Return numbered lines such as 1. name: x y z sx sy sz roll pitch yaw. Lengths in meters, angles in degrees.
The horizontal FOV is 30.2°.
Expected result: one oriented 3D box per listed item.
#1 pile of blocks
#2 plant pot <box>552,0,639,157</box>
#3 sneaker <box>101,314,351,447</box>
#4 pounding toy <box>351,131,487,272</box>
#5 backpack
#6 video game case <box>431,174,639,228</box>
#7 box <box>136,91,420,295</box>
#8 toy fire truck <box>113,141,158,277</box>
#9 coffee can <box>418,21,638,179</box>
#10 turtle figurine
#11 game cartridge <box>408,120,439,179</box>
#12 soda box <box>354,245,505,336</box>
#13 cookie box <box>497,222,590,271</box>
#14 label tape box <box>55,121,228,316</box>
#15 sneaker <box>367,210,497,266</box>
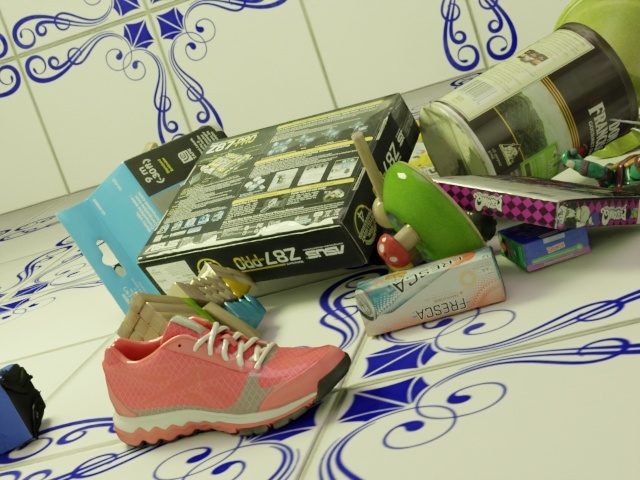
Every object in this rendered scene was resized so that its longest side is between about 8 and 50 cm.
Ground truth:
1. pile of blocks: -0.163 0.131 1.627 0.112 0.149 0.362 -60 -8 14
2. plant pot: 0.513 -0.279 2.075 0.276 0.276 0.254 -11 26 30
3. sneaker: -0.122 0.147 1.356 0.314 0.136 0.116 -13 14 22
4. pounding toy: 0.108 -0.015 1.595 0.110 0.183 0.237 -42 46 -9
5. backpack: -0.426 0.220 1.579 0.101 0.098 0.120 -21 13 5
6. video game case: 0.299 -0.054 1.592 0.210 0.042 0.232 -4 12 -38
7. box: -0.066 -0.071 1.885 0.395 0.097 0.318 -11 39 32
8. toy fire truck: -0.309 -0.052 2.240 0.158 0.246 0.217 -30 16 -39
9. coffee can: 0.321 -0.188 1.849 0.275 0.201 0.201 -31 15 -12
10. turtle figurine: 0.449 -0.114 1.694 0.175 0.118 0.234 -27 7 -22
11. game cartridge: 0.110 -0.118 2.052 0.324 0.052 0.285 -10 31 3
12. soda box: 0.139 0.064 1.501 0.183 0.063 0.058 -17 12 9
13. cookie box: 0.298 0.001 1.591 0.092 0.040 0.107 -17 12 -6
14. label tape box: -0.252 -0.039 2.082 0.334 0.240 0.106 -29 -12 -39
15. sneaker: 0.151 0.003 1.737 0.234 0.078 0.106 -10 19 47
